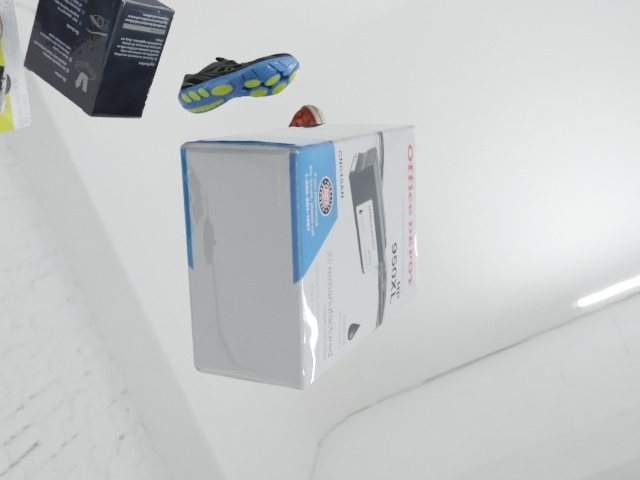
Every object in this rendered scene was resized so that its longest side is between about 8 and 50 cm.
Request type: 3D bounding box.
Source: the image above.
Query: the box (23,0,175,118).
[{"bbox_3d":[-0.295,-0.266,0.931,0.093,0.156,0.158,-12,132,-56],"label":"box"}]

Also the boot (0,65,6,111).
[{"bbox_3d":[-0.639,-0.193,1.139,0.207,0.247,0.094,16,-170,-23],"label":"boot"}]

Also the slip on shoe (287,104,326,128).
[{"bbox_3d":[-0.084,-0.114,1.385,0.101,0.331,0.123,13,-158,-42],"label":"slip on shoe"}]

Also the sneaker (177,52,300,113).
[{"bbox_3d":[-0.124,-0.248,1.047,0.188,0.078,0.067,-14,147,9],"label":"sneaker"}]

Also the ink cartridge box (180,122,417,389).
[{"bbox_3d":[-0.003,-0.010,0.974,0.166,0.286,0.395,5,-165,26],"label":"ink cartridge box"}]

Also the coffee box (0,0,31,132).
[{"bbox_3d":[-0.907,-0.421,1.578,0.338,0.338,0.334,29,-141,33],"label":"coffee box"}]
